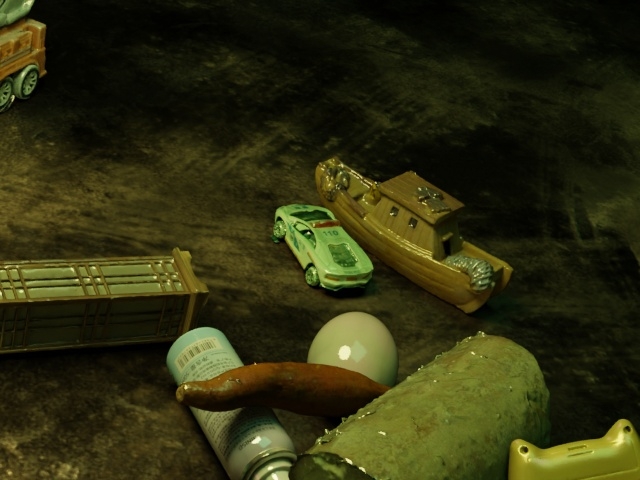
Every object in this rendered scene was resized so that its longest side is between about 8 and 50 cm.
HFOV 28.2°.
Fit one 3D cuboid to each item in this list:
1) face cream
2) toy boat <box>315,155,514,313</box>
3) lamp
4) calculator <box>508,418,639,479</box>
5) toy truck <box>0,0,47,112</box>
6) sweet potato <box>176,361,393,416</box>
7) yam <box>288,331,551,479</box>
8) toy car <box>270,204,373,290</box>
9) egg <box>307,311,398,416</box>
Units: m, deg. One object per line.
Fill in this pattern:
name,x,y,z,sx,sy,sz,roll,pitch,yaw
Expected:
face cream,-0.086,0.187,1.321,0.075,0.075,0.229,-3,36,-29
toy boat,0.118,-0.024,1.713,0.321,0.121,0.089,36,41,29
lamp,-0.292,0.071,1.398,0.325,0.090,0.089,-2,36,-26
calculator,0.264,0.295,1.206,0.157,0.237,0.033,-11,-10,-3
toy truck,-0.507,-0.259,1.733,0.132,0.184,0.338,23,31,13
sweet potato,-0.029,0.151,1.297,0.264,0.057,0.057,7,31,-32
yam,0.112,0.216,1.278,0.168,0.168,0.304,33,35,26
toy car,0.000,0.000,1.678,0.093,0.058,0.186,-5,37,-28
egg,0.036,0.137,1.428,0.103,0.103,0.135,16,33,-1
